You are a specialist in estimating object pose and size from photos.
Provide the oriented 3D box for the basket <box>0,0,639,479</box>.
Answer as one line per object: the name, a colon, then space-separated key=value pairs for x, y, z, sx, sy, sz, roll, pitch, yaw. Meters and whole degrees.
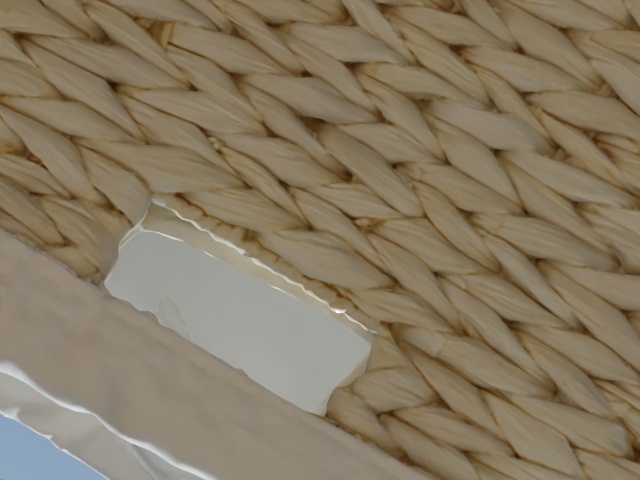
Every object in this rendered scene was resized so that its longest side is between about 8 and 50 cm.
basket: x=0.000 y=0.000 z=0.704 sx=0.328 sy=0.331 sz=0.266 roll=30 pitch=-102 yaw=5

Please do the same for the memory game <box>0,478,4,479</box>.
memory game: x=-0.188 y=0.203 z=0.807 sx=0.012 sy=0.186 sz=0.186 roll=21 pitch=-76 yaw=2
